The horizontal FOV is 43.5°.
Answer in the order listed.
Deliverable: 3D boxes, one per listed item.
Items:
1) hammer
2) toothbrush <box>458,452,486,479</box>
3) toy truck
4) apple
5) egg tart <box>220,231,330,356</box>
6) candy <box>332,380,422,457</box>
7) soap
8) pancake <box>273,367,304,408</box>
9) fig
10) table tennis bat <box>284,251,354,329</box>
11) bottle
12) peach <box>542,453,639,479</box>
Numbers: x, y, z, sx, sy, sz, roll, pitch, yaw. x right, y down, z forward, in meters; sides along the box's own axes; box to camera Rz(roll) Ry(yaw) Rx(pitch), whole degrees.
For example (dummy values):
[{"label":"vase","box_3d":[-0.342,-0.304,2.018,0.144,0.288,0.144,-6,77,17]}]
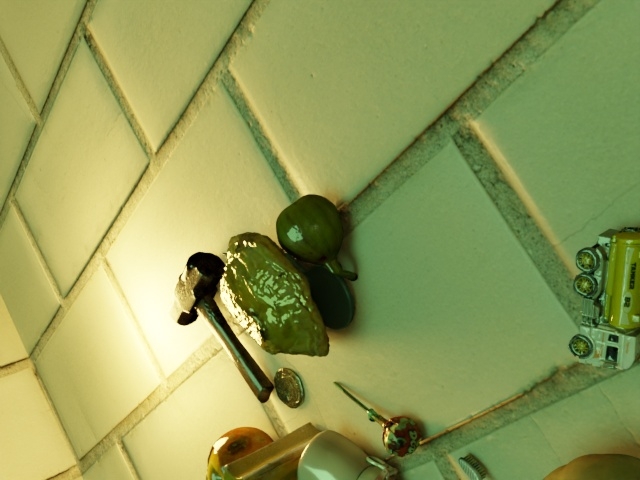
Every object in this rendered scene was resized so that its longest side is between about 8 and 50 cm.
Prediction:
[{"label":"hammer","box_3d":[-0.254,0.250,2.123,0.409,0.095,0.242,54,137,17]},{"label":"toothbrush","box_3d":[0.403,0.551,1.529,0.375,0.037,0.028,44,133,27]},{"label":"toy truck","box_3d":[0.460,0.088,1.240,0.114,0.098,0.227,13,113,39]},{"label":"apple","box_3d":[-0.203,0.616,2.107,0.236,0.207,0.237,17,114,44]},{"label":"egg tart","box_3d":[-0.113,0.132,1.784,0.352,0.153,0.339,52,164,9]},{"label":"candy","box_3d":[0.111,0.384,1.777,0.287,0.084,0.078,29,129,48]},{"label":"soap","box_3d":[-0.106,0.599,1.933,0.143,0.281,0.259,31,125,41]},{"label":"pancake","box_3d":[-0.079,0.374,2.027,0.114,0.011,0.115,21,119,43]},{"label":"fig","box_3d":[-0.016,0.000,1.712,0.148,0.142,0.186,81,170,-66]},{"label":"table tennis bat","box_3d":[-0.013,0.105,1.831,0.244,0.040,0.153,38,134,31]},{"label":"bottle","box_3d":[0.077,0.544,1.819,0.236,0.147,0.148,23,120,33]},{"label":"peach","box_3d":[0.467,0.479,1.276,0.292,0.247,0.292,59,166,23]}]
